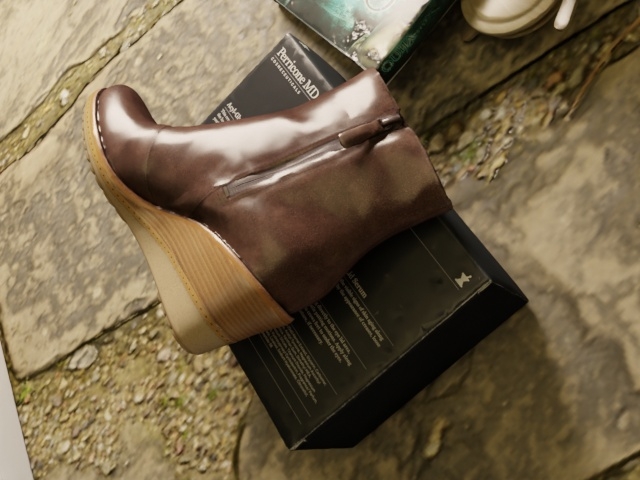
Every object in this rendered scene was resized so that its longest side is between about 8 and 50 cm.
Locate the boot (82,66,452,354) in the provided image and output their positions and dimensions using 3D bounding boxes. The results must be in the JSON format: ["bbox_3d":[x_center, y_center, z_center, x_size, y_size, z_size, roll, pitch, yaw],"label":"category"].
[{"bbox_3d":[-0.047,-0.060,0.585,0.207,0.090,0.248,-33,62,5],"label":"boot"}]

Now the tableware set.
[{"bbox_3d":[0.172,-0.239,0.628,0.128,0.039,0.194,19,85,41],"label":"tableware set"}]

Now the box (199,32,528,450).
[{"bbox_3d":[0.000,0.000,0.632,0.184,0.103,0.261,-44,61,16],"label":"box"}]

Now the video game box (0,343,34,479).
[{"bbox_3d":[-0.388,0.202,0.834,0.187,0.048,0.205,-31,65,18],"label":"video game box"}]

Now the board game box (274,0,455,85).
[{"bbox_3d":[0.036,-0.221,0.684,0.126,0.026,0.186,-51,48,10],"label":"board game box"}]
